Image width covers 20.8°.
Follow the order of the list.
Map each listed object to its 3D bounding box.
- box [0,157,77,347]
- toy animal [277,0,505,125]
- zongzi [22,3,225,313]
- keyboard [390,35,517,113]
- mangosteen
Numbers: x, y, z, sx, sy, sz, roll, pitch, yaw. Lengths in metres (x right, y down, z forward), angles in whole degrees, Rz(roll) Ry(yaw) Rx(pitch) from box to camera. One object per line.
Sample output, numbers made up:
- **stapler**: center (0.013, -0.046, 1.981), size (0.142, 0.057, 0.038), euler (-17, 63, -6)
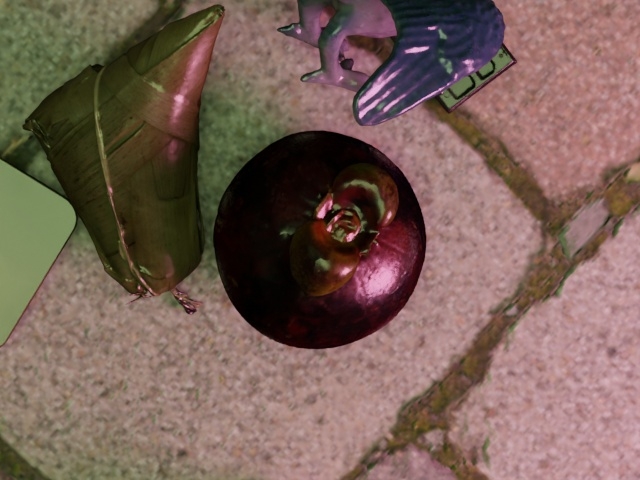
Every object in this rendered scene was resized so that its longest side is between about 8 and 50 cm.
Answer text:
- **box**: center (-0.234, 0.007, 1.230), size (0.091, 0.031, 0.126), euler (30, 95, -4)
- **toy animal**: center (0.043, -0.182, 1.147), size (0.176, 0.255, 0.239), euler (-51, 52, 31)
- **zongzi**: center (-0.090, -0.046, 1.174), size (0.178, 0.081, 0.189), euler (-24, 98, 33)
- **keyboard**: center (0.056, -0.186, 1.222), size (0.064, 0.010, 0.198), euler (-37, 95, 5)
- **mangosteen**: center (0.000, 0.000, 1.174), size (0.152, 0.152, 0.152), euler (0, 97, -1)
